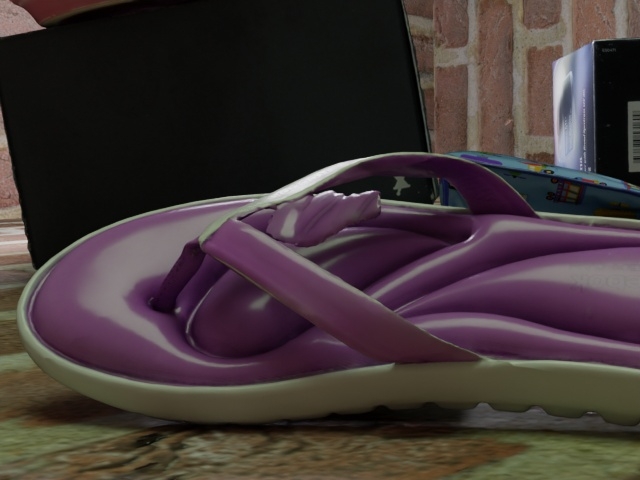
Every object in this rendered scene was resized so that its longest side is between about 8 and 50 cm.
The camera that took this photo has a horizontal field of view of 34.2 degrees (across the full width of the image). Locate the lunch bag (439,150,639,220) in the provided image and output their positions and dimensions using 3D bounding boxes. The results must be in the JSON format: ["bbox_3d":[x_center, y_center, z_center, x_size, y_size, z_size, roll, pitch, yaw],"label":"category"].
[{"bbox_3d":[0.286,-0.034,1.175,0.293,0.138,0.221,0,4,11],"label":"lunch bag"}]

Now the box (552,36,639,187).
[{"bbox_3d":[0.470,-0.148,1.603,0.183,0.296,0.294,-2,4,2],"label":"box"}]

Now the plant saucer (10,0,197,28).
[{"bbox_3d":[-0.207,-0.307,1.201,0.332,0.084,0.332,-11,7,1],"label":"plant saucer"}]

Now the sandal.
[{"bbox_3d":[0.043,0.007,0.540,0.416,0.102,0.169,1,38,8],"label":"sandal"}]

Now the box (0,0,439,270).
[{"bbox_3d":[-0.121,-0.151,1.406,0.480,0.297,0.472,-11,6,0],"label":"box"}]
